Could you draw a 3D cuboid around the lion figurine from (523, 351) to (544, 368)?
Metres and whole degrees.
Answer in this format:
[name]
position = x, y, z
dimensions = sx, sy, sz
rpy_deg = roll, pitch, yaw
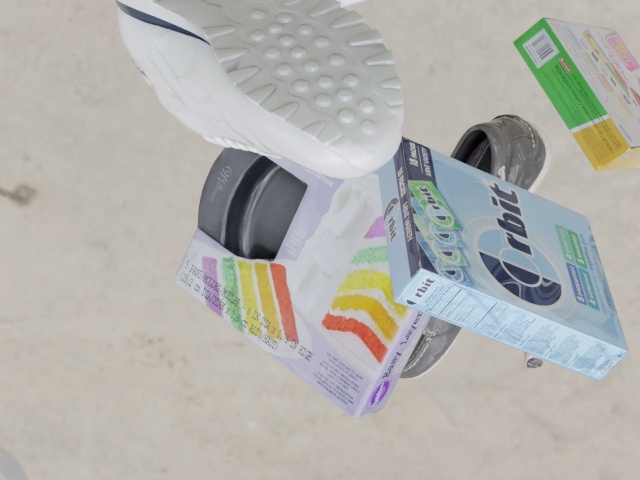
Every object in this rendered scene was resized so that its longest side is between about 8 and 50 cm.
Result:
[lion figurine]
position = 0.310, 0.064, 1.991
dimensions = 0.142, 0.240, 0.392
rpy_deg = -30, 124, 17

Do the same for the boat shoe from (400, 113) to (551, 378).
[boat shoe]
position = 0.128, 0.009, 1.305
dimensions = 0.096, 0.112, 0.335
rpy_deg = 0, 124, -48

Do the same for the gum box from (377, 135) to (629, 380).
[gum box]
position = 0.136, 0.012, 0.922
dimensions = 0.184, 0.157, 0.041
rpy_deg = 22, 127, -21

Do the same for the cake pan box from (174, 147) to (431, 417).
[cake pan box]
position = 0.000, 0.000, 1.182
dimensions = 0.267, 0.070, 0.245
rpy_deg = 36, 111, 24

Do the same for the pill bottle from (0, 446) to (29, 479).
[pill bottle]
position = -0.358, 0.225, 0.917
dimensions = 0.169, 0.169, 0.301
rpy_deg = -10, 171, 23

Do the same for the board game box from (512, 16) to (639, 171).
[board game box]
position = 0.452, -0.229, 1.898
dimensions = 0.064, 0.242, 0.317
rpy_deg = -37, 165, 30

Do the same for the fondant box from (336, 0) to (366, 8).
[fondant box]
position = 0.065, -0.374, 1.378
dimensions = 0.238, 0.330, 0.096
rpy_deg = -18, 116, -4

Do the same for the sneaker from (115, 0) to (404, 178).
[sneaker]
position = -0.036, -0.090, 0.686
dimensions = 0.090, 0.235, 0.094
rpy_deg = -25, 135, -27
